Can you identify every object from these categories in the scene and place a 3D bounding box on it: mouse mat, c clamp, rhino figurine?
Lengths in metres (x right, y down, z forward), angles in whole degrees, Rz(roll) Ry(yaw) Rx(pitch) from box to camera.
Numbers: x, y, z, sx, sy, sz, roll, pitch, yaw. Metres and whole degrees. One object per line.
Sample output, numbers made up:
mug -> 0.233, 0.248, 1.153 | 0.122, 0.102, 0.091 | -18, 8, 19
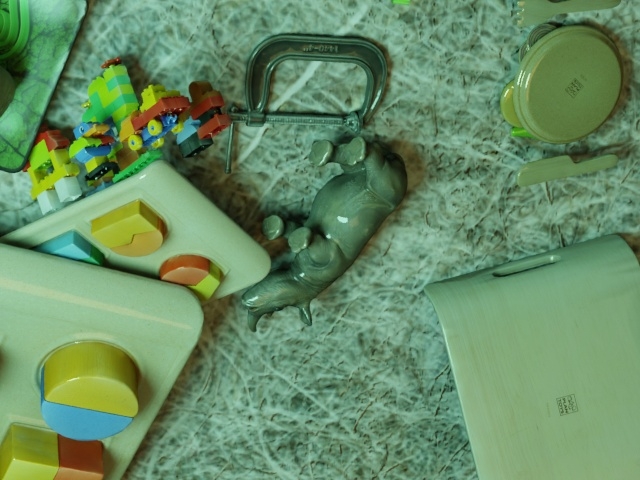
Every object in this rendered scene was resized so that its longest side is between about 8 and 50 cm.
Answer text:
mouse mat -> -0.309, -0.165, 1.525 | 0.152, 0.007, 0.190 | 22, 110, -10
c clamp -> -0.014, -0.135, 1.637 | 0.160, 0.022, 0.137 | -4, 114, -12
rhino figurine -> 0.000, 0.000, 1.677 | 0.106, 0.073, 0.243 | 15, 116, -47

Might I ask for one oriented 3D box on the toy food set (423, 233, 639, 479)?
toy food set -> 0.248, 0.168, 1.779 | 0.219, 0.092, 0.306 | -15, 93, -7

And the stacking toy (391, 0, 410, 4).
stacking toy -> 0.030, -0.321, 1.527 | 0.167, 0.052, 0.221 | 4, 117, -17

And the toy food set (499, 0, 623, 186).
toy food set -> 0.239, -0.157, 1.688 | 0.132, 0.038, 0.192 | -10, 115, -18

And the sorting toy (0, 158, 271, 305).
sorting toy -> -0.180, 0.024, 1.613 | 0.208, 0.038, 0.193 | -26, 136, 21

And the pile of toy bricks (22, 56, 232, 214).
pile of toy bricks -> -0.183, -0.113, 1.551 | 0.118, 0.105, 0.212 | -10, 166, -46

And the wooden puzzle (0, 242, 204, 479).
wooden puzzle -> -0.314, 0.165, 1.622 | 0.322, 0.080, 0.348 | 14, 123, -22

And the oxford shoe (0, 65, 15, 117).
oxford shoe -> -0.432, -0.038, 1.493 | 0.397, 0.146, 0.140 | -29, 81, 17
